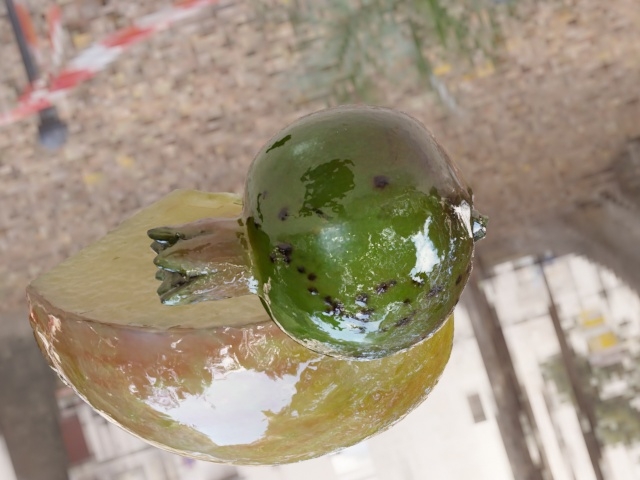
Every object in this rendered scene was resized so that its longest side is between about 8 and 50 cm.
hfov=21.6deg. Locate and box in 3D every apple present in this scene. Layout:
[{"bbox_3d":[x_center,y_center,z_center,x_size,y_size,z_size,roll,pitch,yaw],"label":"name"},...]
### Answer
[{"bbox_3d":[-0.055,0.074,1.440,0.309,0.252,0.314,14,168,35],"label":"apple"}]

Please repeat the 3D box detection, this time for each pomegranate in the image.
[{"bbox_3d":[0.000,0.000,1.015,0.205,0.159,0.159,-10,177,-7],"label":"pomegranate"}]
